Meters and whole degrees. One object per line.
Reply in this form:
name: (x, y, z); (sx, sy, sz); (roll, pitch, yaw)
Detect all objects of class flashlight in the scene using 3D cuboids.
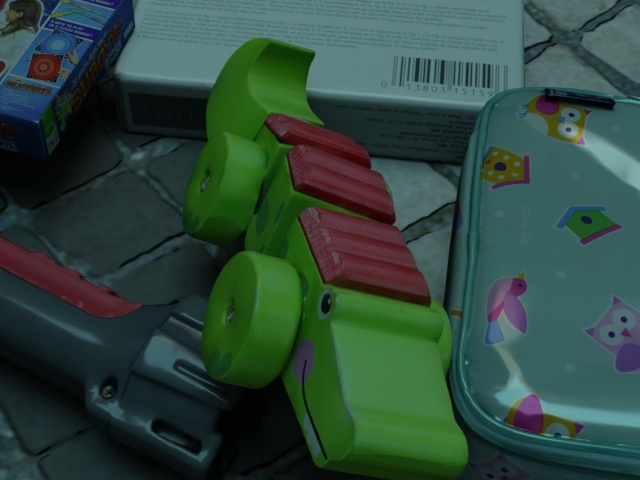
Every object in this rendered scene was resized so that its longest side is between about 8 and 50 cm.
flashlight: (-0.166, 0.022, 0.690); (0.304, 0.103, 0.103); (24, 97, 13)

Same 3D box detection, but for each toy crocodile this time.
toy crocodile: (0.000, 0.000, 0.645); (0.115, 0.105, 0.340); (16, 27, -22)

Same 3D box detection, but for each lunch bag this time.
lunch bag: (0.183, 0.032, 0.683); (0.224, 0.108, 0.279); (9, 50, 5)

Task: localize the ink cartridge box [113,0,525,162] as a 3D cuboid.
ink cartridge box: (0.008, -0.169, 0.877); (0.275, 0.060, 0.239); (5, 49, 3)

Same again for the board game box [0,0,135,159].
board game box: (-0.241, -0.133, 0.779); (0.201, 0.035, 0.136); (15, 51, 11)
